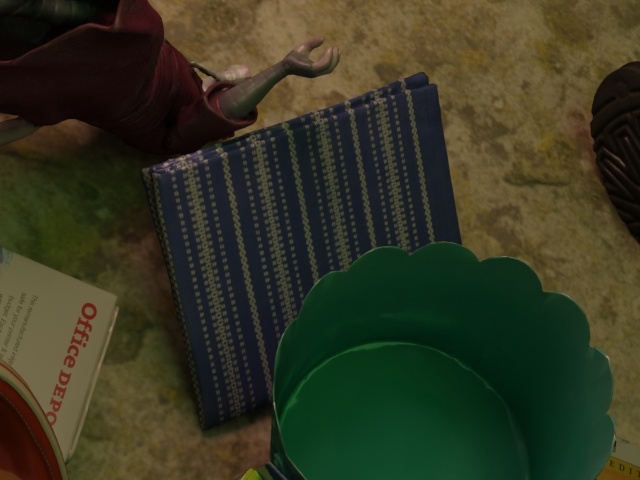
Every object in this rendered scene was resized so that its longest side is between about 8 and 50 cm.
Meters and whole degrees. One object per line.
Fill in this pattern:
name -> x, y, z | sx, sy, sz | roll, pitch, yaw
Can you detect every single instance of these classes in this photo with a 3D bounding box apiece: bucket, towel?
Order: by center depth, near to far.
bucket -> 0.086, 0.157, 1.111 | 0.281, 0.183, 0.281 | 4, 62, -7
towel -> 0.000, 0.000, 1.236 | 0.336, 0.040, 0.243 | -22, 109, -35

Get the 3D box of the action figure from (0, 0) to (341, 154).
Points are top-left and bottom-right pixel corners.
action figure -> -0.171, -0.129, 1.136 | 0.248, 0.275, 0.370 | 35, 3, 29

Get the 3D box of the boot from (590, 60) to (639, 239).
boot -> 0.548, -0.101, 1.577 | 0.445, 0.146, 0.367 | -28, 94, -32

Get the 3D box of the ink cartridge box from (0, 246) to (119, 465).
ink cartridge box -> -0.283, 0.082, 1.048 | 0.212, 0.093, 0.154 | 24, 59, -18

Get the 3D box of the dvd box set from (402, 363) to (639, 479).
dvd box set -> 0.179, 0.354, 1.213 | 0.308, 0.062, 0.420 | 23, 59, -19

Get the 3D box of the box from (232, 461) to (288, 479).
box -> -0.054, 0.242, 1.055 | 0.109, 0.178, 0.042 | 47, 55, -3

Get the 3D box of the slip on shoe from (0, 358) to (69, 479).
slip on shoe -> -0.232, 0.236, 0.922 | 0.123, 0.101, 0.331 | -3, 97, -4
